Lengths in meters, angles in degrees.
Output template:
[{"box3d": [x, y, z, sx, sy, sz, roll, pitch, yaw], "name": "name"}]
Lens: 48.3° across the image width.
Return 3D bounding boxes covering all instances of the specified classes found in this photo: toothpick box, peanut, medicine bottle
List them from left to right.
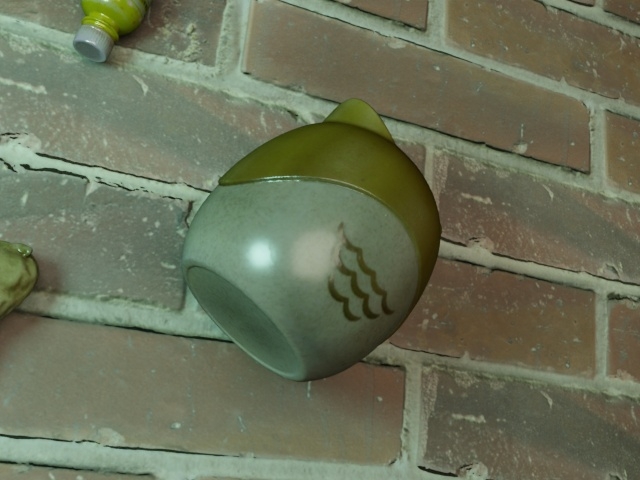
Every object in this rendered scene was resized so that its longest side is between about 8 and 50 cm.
[{"box3d": [-0.589, 0.100, 1.131, 0.291, 0.143, 0.159, -52, 123, -25], "name": "peanut"}, {"box3d": [-0.396, -0.444, 1.358, 0.121, 0.122, 0.213, 24, 69, -16], "name": "medicine bottle"}, {"box3d": [0.000, 0.000, 1.274, 0.409, 0.409, 0.425, 48, 66, -6], "name": "toothpick box"}]
